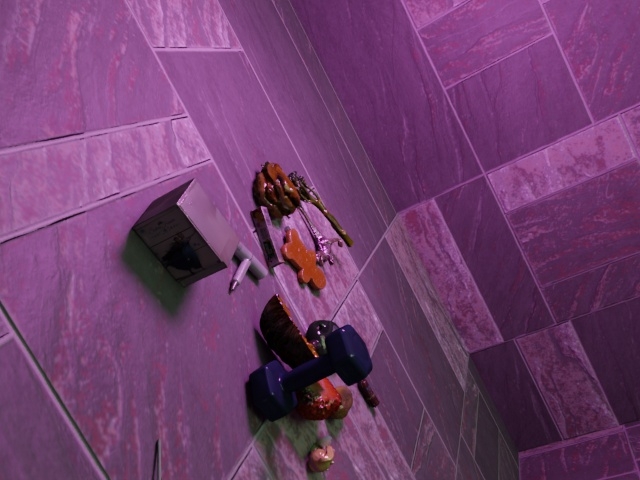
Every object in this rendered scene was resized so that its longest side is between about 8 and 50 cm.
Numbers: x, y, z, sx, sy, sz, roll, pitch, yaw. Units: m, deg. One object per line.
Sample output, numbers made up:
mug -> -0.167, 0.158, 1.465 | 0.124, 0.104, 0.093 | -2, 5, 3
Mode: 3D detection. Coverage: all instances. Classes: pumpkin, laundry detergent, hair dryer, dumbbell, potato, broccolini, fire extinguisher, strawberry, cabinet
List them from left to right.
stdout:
cabinet -> -0.334, -0.016, 1.529 | 0.206, 0.145, 0.150 | 56, 23, -23
hair dryer -> -0.227, 0.107, 1.795 | 0.155, 0.044, 0.183 | 49, 32, -33
pumpkin -> -0.080, 0.309, 1.733 | 0.278, 0.111, 0.163 | 59, -8, -18
dumbbell -> -0.027, 0.351, 1.600 | 0.144, 0.325, 0.160 | 40, 27, -53
strawberry -> -0.024, 0.472, 1.798 | 0.175, 0.107, 0.236 | 32, 4, 28
broccolini -> -0.005, -0.119, 2.429 | 0.392, 0.079, 0.074 | 51, 10, -21
laundry detergent -> 0.002, 0.335, 2.021 | 0.221, 0.078, 0.144 | 11, 55, -61
potato -> 0.059, 0.527, 1.954 | 0.091, 0.070, 0.138 | 60, 20, 2
fire extinguisher -> 0.170, 0.553, 2.223 | 0.132, 0.039, 0.056 | 60, 14, -14

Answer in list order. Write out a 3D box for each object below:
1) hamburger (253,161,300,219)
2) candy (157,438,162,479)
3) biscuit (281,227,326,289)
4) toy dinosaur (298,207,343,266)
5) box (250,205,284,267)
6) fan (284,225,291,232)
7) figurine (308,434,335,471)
hamburger -> -0.143, -0.182, 2.162 | 0.183, 0.130, 0.206 | 53, 22, -33
candy -> -0.316, 0.487, 1.191 | 0.061, 0.061, 0.202 | 43, 22, -43
biscuit -> -0.061, 0.085, 2.184 | 0.250, 0.036, 0.165 | 51, 35, -28
toy dinosaur -> 0.004, -0.001, 2.386 | 0.200, 0.072, 0.251 | 24, 54, -48
box -> -0.177, -0.012, 2.008 | 0.041, 0.050, 0.207 | 4, 63, -62
fan -> -0.077, 0.030, 2.235 | 0.193, 0.016, 0.038 | 60, 20, -12
figurine -> 0.015, 0.622, 1.763 | 0.187, 0.083, 0.083 | 17, 51, -74
